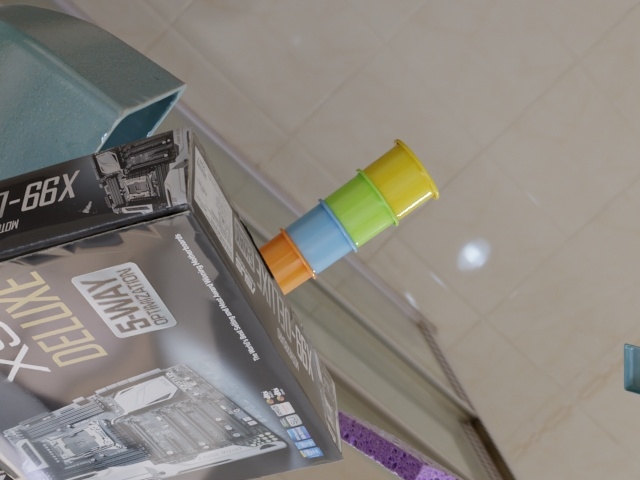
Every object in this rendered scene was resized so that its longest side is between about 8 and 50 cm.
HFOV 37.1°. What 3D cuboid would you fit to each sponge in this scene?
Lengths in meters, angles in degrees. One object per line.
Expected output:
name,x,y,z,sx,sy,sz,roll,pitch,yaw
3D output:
sponge,0.093,0.251,1.092,0.210,0.117,0.031,19,-101,59

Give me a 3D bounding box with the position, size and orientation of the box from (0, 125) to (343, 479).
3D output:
box,-0.143,0.079,0.667,0.242,0.307,0.077,-15,-132,9

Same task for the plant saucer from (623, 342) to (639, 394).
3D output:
plant saucer,0.461,0.179,1.217,0.192,0.018,0.067,-170,-102,-64

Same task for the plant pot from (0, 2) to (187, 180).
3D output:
plant pot,-0.381,-0.182,1.291,0.247,0.252,0.248,-49,-178,21

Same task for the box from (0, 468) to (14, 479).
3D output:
box,-0.478,0.316,1.153,0.295,0.293,0.073,-33,-144,-17

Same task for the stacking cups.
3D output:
stacking cups,0.000,0.000,1.210,0.316,0.096,0.096,-37,-154,-4
